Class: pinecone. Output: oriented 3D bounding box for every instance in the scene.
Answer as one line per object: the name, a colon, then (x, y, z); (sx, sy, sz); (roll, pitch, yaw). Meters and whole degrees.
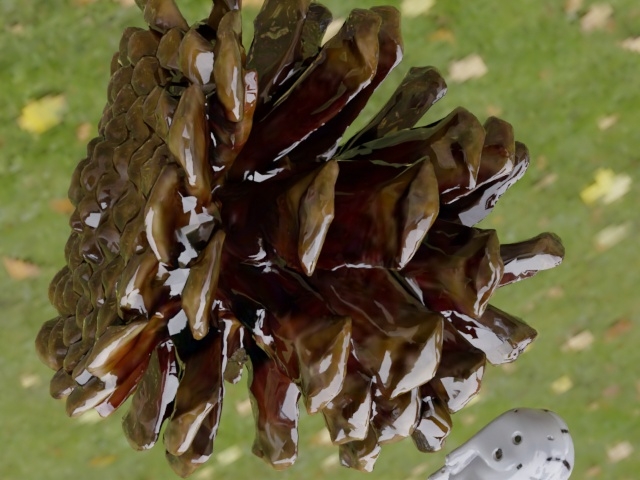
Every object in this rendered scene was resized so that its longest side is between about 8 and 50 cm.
pinecone: (0.000, 0.000, 1.200); (0.384, 0.384, 0.384); (-30, 166, -8)

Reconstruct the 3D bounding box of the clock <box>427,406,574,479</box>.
clock: (0.208, 0.266, 1.885); (0.176, 0.117, 0.080); (-41, 140, 21)
